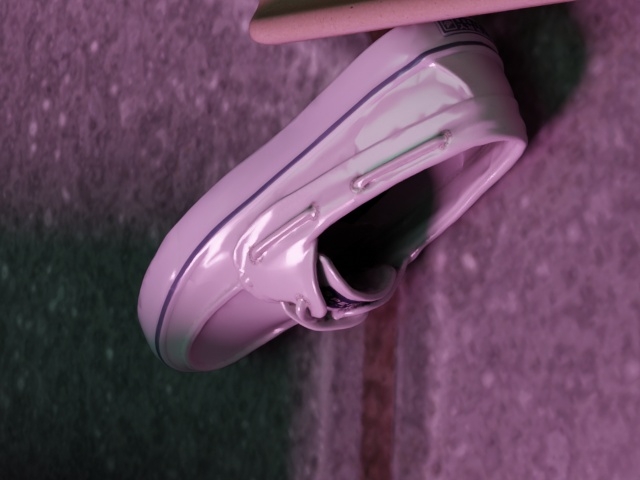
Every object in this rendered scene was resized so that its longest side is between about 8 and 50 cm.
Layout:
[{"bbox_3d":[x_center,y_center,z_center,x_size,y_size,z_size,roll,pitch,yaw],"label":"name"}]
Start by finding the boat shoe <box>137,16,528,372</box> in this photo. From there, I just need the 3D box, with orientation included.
[{"bbox_3d":[0.000,0.000,0.912,0.258,0.095,0.084,-48,51,35],"label":"boat shoe"}]

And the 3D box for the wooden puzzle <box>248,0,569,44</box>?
[{"bbox_3d":[0.102,-0.266,0.840,0.322,0.080,0.348,-2,82,46],"label":"wooden puzzle"}]
